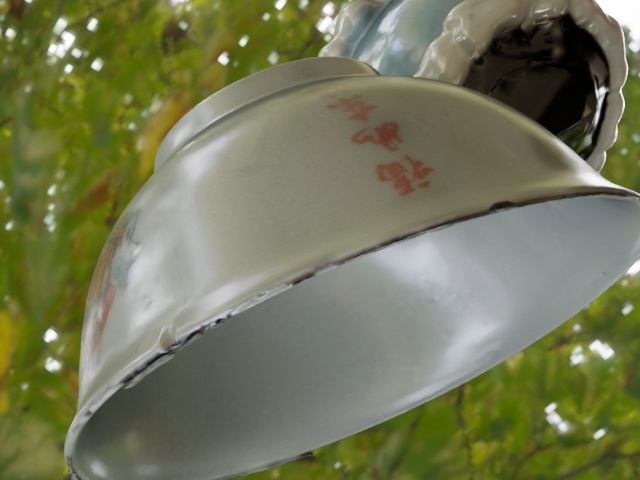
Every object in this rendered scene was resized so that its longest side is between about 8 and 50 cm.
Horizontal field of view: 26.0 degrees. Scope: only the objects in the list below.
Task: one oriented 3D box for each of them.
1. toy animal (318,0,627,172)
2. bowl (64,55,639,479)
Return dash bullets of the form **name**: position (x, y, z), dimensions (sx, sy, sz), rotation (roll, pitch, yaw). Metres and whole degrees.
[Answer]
- **toy animal**: position (0.100, -0.121, 0.989), dimensions (0.208, 0.156, 0.204), rotation (2, -165, -34)
- **bowl**: position (0.000, 0.000, 0.773), dimensions (0.346, 0.345, 0.157), rotation (-4, -117, -42)
